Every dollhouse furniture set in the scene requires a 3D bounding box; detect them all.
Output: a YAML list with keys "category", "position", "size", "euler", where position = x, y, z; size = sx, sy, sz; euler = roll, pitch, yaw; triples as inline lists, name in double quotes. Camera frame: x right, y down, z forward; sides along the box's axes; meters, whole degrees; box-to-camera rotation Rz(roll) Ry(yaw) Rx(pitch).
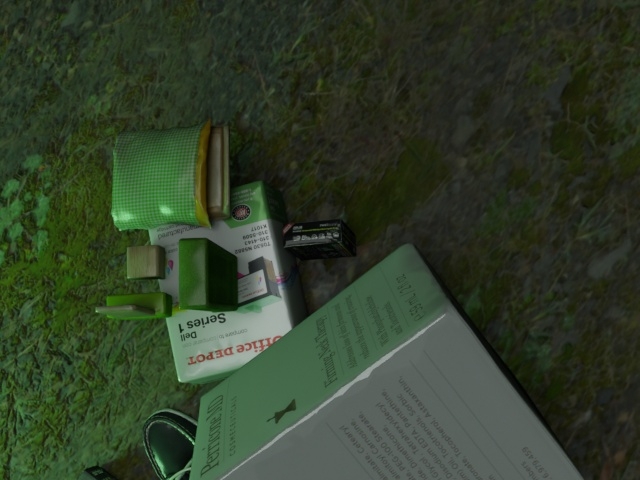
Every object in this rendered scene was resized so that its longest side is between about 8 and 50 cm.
- category: "dollhouse furniture set"
  position: [-0.236, -0.041, 1.406]
  size: [0.197, 0.151, 0.302]
  euler: [-4, 81, 12]

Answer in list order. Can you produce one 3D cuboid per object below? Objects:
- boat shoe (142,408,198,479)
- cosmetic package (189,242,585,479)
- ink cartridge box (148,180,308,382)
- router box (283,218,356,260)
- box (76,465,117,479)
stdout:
- category: "boat shoe"
  position: [-0.181, 0.388, 1.494]
  size: [0.114, 0.091, 0.302]
  euler: [-46, 77, 4]
- category: "cosmetic package"
  position: [0.081, 0.273, 1.282]
  size: [0.393, 0.329, 0.327]
  euler: [-37, 103, 5]
- category: "ink cartridge box"
  position: [-0.140, 0.070, 1.510]
  size: [0.201, 0.117, 0.278]
  euler: [-15, 80, 10]
- category: "router box"
  position: [0.000, 0.000, 1.485]
  size: [0.092, 0.122, 0.038]
  euler: [-4, 78, 11]
- category: "box"
  position: [-0.362, 0.510, 1.537]
  size: [0.183, 0.056, 0.231]
  euler: [33, 91, 12]
